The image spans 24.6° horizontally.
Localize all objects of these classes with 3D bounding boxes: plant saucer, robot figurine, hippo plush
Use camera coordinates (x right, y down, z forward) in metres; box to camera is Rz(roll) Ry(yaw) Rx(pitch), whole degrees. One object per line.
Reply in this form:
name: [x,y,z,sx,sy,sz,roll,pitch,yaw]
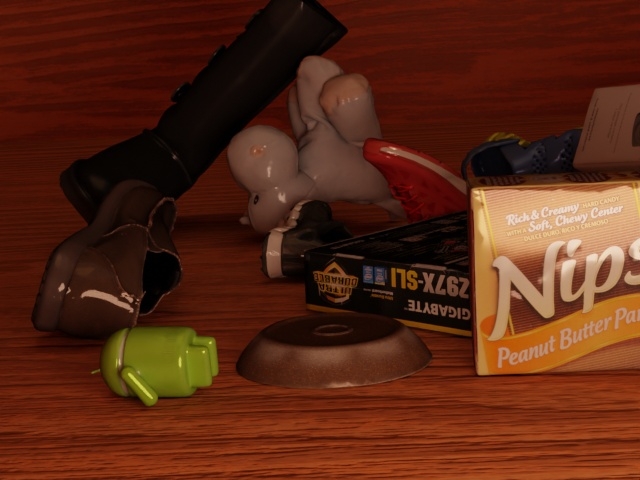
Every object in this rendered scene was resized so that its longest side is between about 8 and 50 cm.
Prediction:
plant saucer: [0.013,0.105,1.472,0.198,0.036,0.198,-3,11,1]
robot figurine: [-0.156,0.114,1.380,0.115,0.067,0.101,-1,19,11]
hippo plush: [-0.027,-0.104,2.186,0.236,0.294,0.234,-31,20,-17]

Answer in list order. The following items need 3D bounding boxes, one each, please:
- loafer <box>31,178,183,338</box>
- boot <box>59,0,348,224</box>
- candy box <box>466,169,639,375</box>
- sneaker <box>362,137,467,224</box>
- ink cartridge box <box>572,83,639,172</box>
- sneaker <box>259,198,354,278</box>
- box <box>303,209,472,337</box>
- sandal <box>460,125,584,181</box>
loafer: [-0.227,0.037,1.736,0.130,0.134,0.366,21,23,2]
boot: [-0.164,-0.199,2.202,0.445,0.146,0.367,-40,5,10]
candy box: [0.301,0.027,1.404,0.316,0.183,0.087,-2,10,4]
sneaker: [0.129,-0.040,1.906,0.221,0.128,0.087,25,-1,-26]
ink cartridge box: [0.536,-0.122,2.003,0.226,0.131,0.306,24,-13,-31]
sneaker: [0.000,0.000,1.945,0.106,0.078,0.234,3,15,14]
box: [0.178,0.031,1.716,0.257,0.079,0.322,9,16,41]
sandal: [0.351,-0.114,2.364,0.317,0.126,0.138,-4,10,45]
